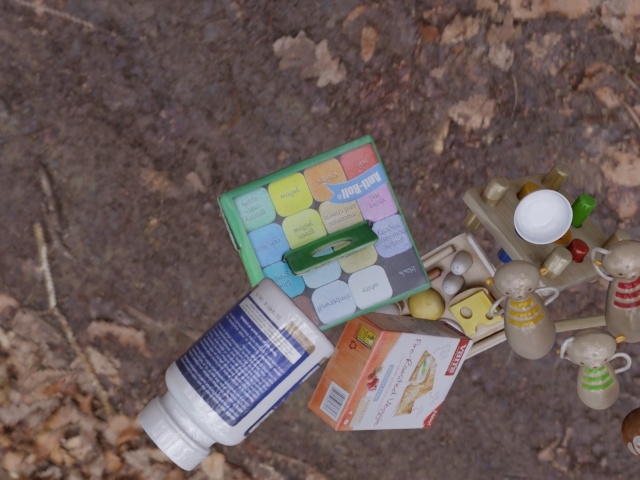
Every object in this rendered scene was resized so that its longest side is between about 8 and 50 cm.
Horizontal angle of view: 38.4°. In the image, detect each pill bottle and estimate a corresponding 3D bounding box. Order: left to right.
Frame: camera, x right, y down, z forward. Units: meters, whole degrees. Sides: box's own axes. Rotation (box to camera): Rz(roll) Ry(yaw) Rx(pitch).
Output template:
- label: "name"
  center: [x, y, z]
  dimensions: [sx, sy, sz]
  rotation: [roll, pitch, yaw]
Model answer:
- label: "pill bottle"
  center: [-0.055, 0.086, 0.582]
  dimensions: [0.120, 0.067, 0.067]
  rotation: [-43, 107, -4]

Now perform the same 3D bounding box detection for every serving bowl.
- label: "serving bowl"
  center: [0.321, -0.038, 1.336]
  dimensions: [0.083, 0.027, 0.083]
  rotation: [1, 112, 1]

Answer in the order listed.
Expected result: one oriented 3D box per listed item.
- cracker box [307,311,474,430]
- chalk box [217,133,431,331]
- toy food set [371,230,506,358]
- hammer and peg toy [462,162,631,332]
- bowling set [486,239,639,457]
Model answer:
- label: "cracker box"
  center: [0.106, 0.188, 1.313]
  dimensions: [0.067, 0.232, 0.155]
  rotation: [33, 104, 38]
- label: "chalk box"
  center: [0.000, 0.000, 1.023]
  dimensions: [0.180, 0.289, 0.179]
  rotation: [-22, 90, -4]
- label: "toy food set"
  center: [0.223, 0.143, 1.724]
  dimensions: [0.306, 0.092, 0.219]
  rotation: [-33, 95, 34]
- label: "hammer and peg toy"
  center: [0.451, 0.019, 1.710]
  dimensions: [0.361, 0.266, 0.127]
  rotation: [56, 138, 27]
- label: "bowling set"
  center: [0.332, 0.103, 0.937]
  dimensions: [0.287, 0.199, 0.154]
  rotation: [-16, 137, 9]
